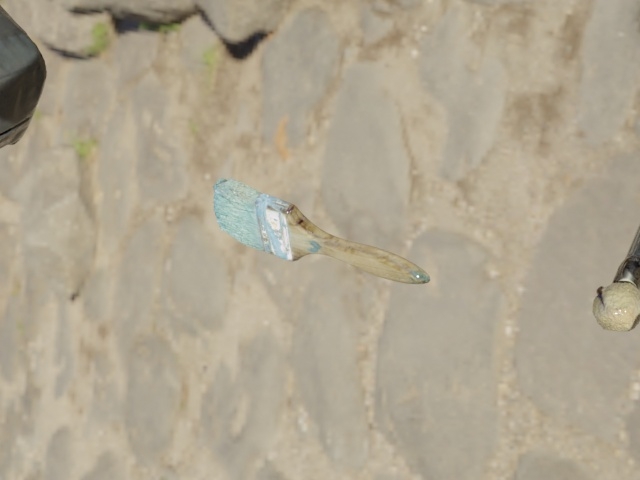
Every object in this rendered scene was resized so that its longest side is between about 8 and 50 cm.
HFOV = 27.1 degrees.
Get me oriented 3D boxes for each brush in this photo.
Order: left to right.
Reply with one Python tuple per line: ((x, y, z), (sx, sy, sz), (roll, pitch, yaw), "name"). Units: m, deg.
((0.000, 0.000, 1.070), (0.021, 0.196, 0.070), (-55, -27, -36), "brush")
((0.287, 0.019, 1.222), (0.299, 0.042, 0.039), (-46, -52, -64), "brush")

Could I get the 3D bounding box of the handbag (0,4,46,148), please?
((-0.405, -0.174, 1.255), (0.254, 0.181, 0.181), (50, 136, 12), "handbag")
